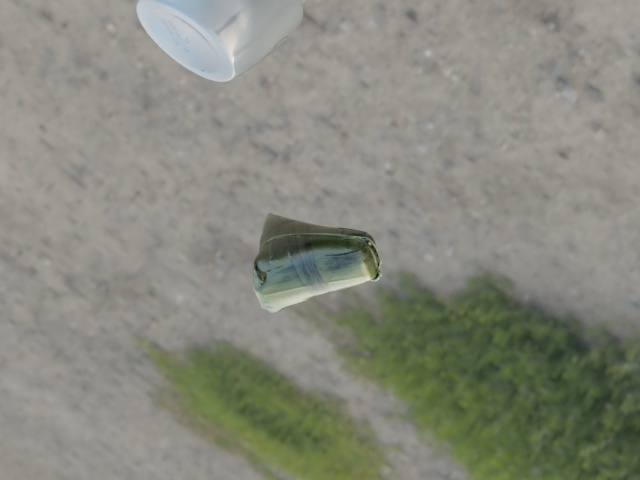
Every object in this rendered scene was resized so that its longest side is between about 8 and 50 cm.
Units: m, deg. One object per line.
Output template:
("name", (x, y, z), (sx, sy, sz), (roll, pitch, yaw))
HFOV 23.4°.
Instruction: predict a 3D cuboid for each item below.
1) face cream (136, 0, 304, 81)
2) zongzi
("face cream", (-0.071, -0.185, 1.146), (0.117, 0.104, 0.117), (31, 162, 12))
("zongzi", (0.000, 0.000, 1.225), (0.104, 0.113, 0.052), (-13, 124, 14))
